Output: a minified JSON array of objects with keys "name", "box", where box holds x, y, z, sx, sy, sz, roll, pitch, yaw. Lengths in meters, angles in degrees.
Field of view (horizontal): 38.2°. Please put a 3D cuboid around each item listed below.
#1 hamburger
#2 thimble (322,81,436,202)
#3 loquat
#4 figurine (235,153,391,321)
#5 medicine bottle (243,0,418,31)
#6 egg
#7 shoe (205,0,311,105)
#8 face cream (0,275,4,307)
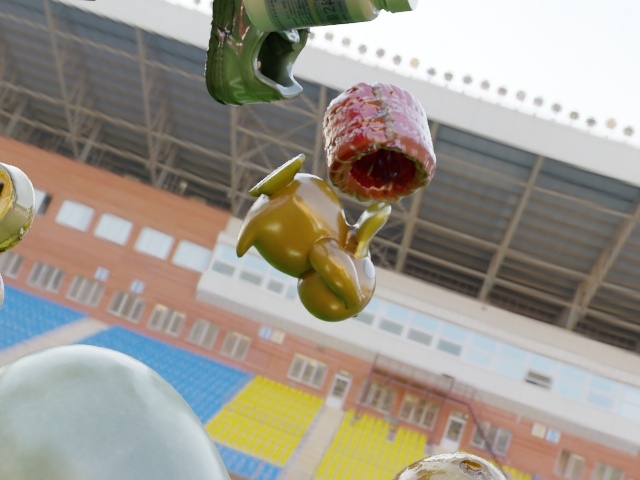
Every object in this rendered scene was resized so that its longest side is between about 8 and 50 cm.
[{"name":"hamburger","box":[-0.473,-0.044,1.331,0.127,0.141,0.081,-6,-21,12]},{"name":"thimble","box":[0.090,-0.146,1.438,0.163,0.124,0.189,-15,-28,17]},{"name":"loquat","box":[0.116,0.260,0.827,0.141,0.141,0.141,19,-17,6]},{"name":"figurine","box":[-0.010,-0.001,1.355,0.228,0.215,0.215,28,-17,-9]},{"name":"medicine bottle","box":[0.012,-0.295,1.046,0.187,0.102,0.103,-1,-23,17]},{"name":"egg","box":[-0.200,0.258,0.820,0.259,0.352,0.258,-16,-28,-9]},{"name":"shoe","box":[-0.060,-0.315,1.209,0.149,0.292,0.109,15,11,32]},{"name":"face cream","box":[-0.645,0.094,1.371,0.102,0.101,0.346,9,12,36]}]
